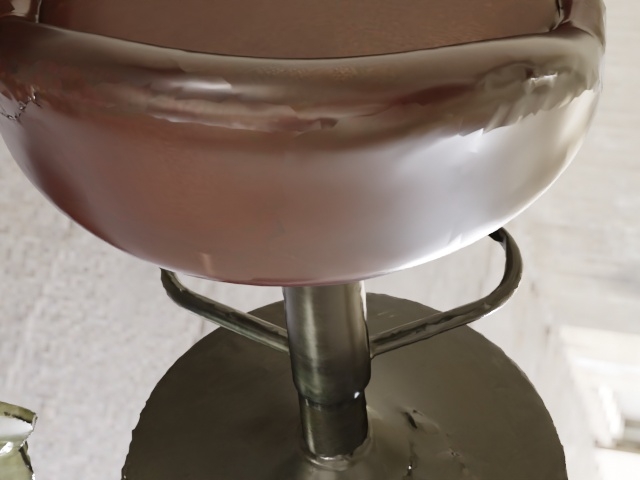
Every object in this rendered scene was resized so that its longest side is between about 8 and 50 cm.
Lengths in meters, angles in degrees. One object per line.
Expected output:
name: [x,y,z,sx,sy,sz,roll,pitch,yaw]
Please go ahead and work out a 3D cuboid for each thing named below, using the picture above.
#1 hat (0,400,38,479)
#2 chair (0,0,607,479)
hat: [-0.166,0.072,0.690,0.081,0.122,0.166,-47,-174,-23]
chair: [0.000,0.000,0.661,0.401,0.226,0.226,85,22,-53]
